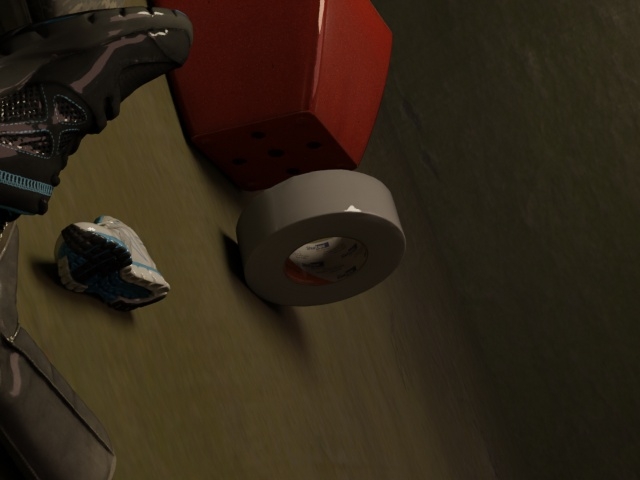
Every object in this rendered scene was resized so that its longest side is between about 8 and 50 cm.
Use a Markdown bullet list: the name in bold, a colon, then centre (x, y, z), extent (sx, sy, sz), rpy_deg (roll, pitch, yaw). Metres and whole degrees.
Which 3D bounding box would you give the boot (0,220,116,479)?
- **boot**: centre (-0.232, 0.100, 1.054), extent (0.208, 0.076, 0.189), rpy_deg (50, 35, -35)

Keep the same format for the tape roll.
- **tape roll**: centre (0.000, 0.000, 1.746), extent (0.219, 0.219, 0.072), rpy_deg (49, 23, -52)

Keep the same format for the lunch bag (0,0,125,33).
- **lunch bag**: centre (-0.265, -0.301, 1.143), extent (0.305, 0.213, 0.256), rpy_deg (99, -11, -66)

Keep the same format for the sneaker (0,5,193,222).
- **sneaker**: centre (-0.237, -0.094, 1.030), extent (0.341, 0.125, 0.139), rpy_deg (-28, 107, -35)

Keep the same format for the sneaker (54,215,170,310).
- **sneaker**: centre (-0.215, 0.009, 1.284), extent (0.190, 0.071, 0.082), rpy_deg (54, 12, -69)

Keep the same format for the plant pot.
- **plant pot**: centre (-0.061, -0.219, 1.819), extent (0.267, 0.267, 0.235), rpy_deg (44, 40, -57)
